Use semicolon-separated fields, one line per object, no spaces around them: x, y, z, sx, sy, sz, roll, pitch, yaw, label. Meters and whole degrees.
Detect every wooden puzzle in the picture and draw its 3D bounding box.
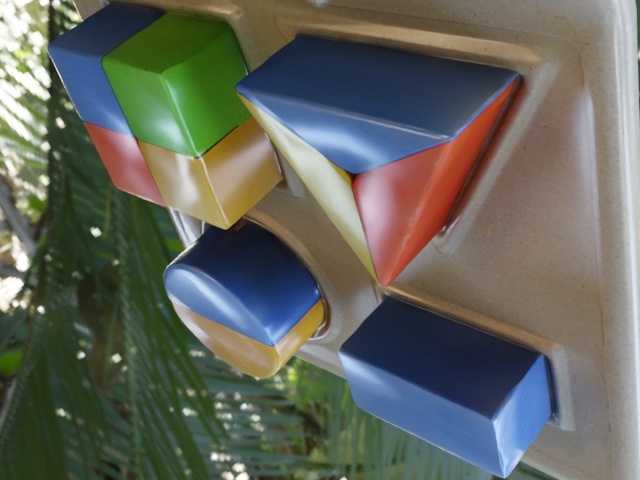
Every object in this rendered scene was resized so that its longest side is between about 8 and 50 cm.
0.000;0.000;0.461;0.322;0.347;0.080;19;-124;37;wooden puzzle
